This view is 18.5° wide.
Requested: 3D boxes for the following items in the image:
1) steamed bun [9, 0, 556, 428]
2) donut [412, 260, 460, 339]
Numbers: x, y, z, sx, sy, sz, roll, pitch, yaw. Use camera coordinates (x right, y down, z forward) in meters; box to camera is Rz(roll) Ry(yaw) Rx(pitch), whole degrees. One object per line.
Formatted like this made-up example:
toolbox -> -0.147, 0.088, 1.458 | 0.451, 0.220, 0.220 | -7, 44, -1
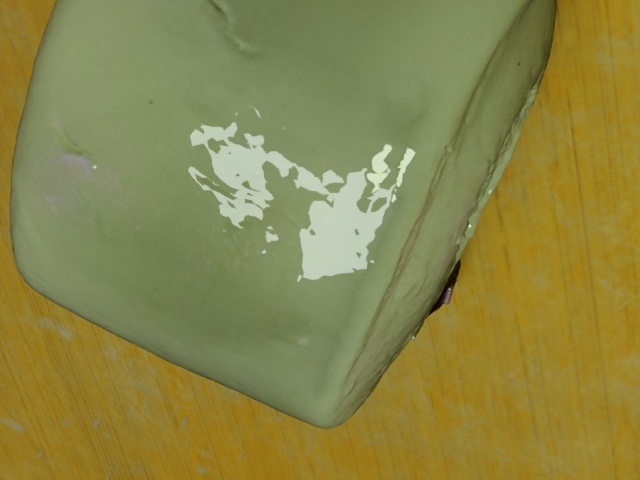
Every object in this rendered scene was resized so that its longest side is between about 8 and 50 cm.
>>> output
steamed bun -> -0.047, -0.090, 1.508 | 0.371, 0.290, 0.456 | 23, 117, 6
donut -> 0.000, 0.000, 1.782 | 0.269, 0.103, 0.270 | 16, 137, 15
